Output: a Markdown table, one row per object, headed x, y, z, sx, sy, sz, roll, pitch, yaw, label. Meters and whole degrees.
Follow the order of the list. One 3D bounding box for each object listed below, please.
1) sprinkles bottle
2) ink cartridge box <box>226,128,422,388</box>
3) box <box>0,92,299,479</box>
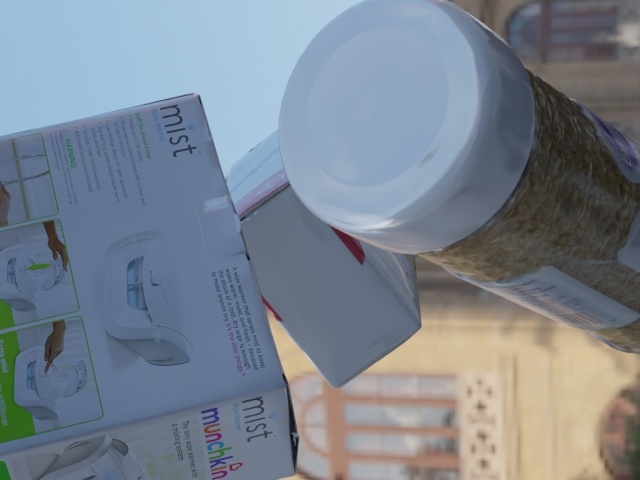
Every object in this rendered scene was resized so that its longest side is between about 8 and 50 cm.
| x | y | z | sx | sy | sz | roll | pitch | yaw | label |
| --- | --- | --- | --- | --- | --- | --- | --- | --- | --- |
| 0.120 | -0.023 | 0.902 | 0.355 | 0.121 | 0.121 | 23 | -113 | -55 | sprinkles bottle |
| 0.000 | 0.000 | 1.861 | 0.226 | 0.131 | 0.306 | 50 | -166 | -14 | ink cartridge box |
| -0.158 | 0.049 | 1.104 | 0.127 | 0.231 | 0.262 | 88 | 166 | -52 | box |
